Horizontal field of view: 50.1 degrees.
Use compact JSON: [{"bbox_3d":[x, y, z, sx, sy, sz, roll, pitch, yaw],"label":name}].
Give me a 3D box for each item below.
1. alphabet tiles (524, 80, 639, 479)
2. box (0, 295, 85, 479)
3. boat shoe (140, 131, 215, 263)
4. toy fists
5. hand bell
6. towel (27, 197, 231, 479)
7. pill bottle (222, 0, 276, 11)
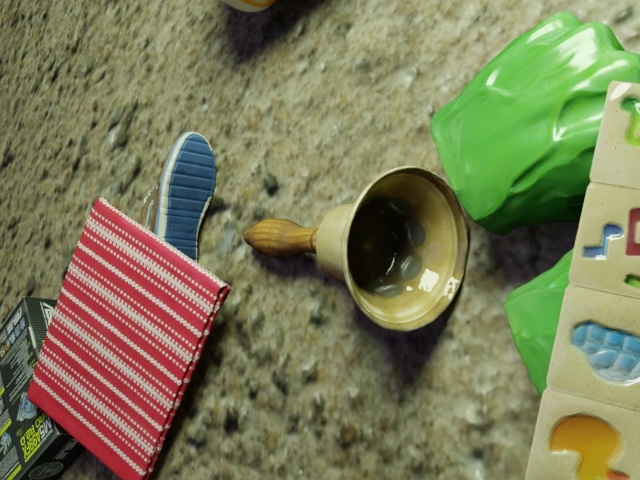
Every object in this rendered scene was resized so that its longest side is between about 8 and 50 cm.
[{"bbox_3d":[0.267,0.053,0.331,0.285,0.011,0.342,12,88,17],"label":"alphabet tiles"},{"bbox_3d":[-0.419,0.243,0.939,0.270,0.060,0.216,-47,55,24],"label":"box"},{"bbox_3d":[-0.172,-0.034,0.776,0.066,0.066,0.183,11,88,44],"label":"boat shoe"},{"bbox_3d":[0.184,-0.017,0.444,0.142,0.096,0.279,-36,60,39],"label":"toy fists"},{"bbox_3d":[0.000,0.000,0.614,0.242,0.126,0.126,6,84,55],"label":"hand bell"},{"bbox_3d":[-0.221,0.117,0.757,0.199,0.031,0.274,31,107,21],"label":"towel"},{"bbox_3d":[-0.011,-0.354,0.645,0.272,0.152,0.152,-28,63,35],"label":"pill bottle"}]
